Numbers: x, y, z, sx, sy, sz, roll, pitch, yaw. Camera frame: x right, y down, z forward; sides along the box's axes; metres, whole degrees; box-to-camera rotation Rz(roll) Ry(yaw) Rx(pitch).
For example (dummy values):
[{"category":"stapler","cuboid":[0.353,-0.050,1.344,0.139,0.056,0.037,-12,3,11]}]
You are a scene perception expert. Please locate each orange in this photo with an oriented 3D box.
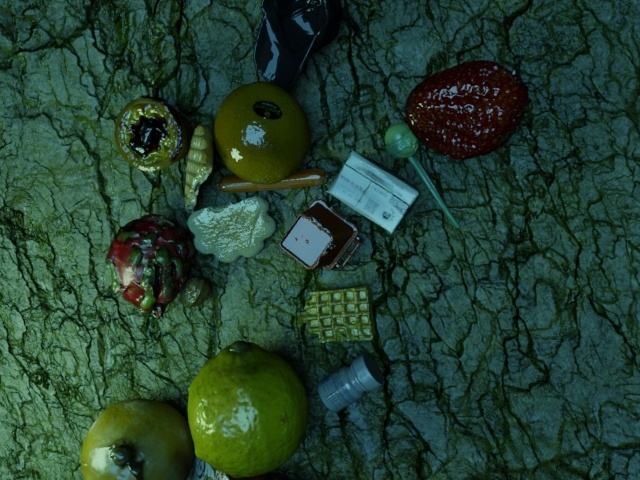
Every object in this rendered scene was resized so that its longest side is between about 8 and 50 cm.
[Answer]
[{"category":"orange","cuboid":[-0.158,-0.288,1.777,0.274,0.274,0.274,2,97,13]}]

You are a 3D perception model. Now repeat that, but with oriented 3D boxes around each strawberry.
[{"category":"strawberry","cuboid":[0.358,-0.333,1.656,0.289,0.238,0.249,9,88,-12]}]

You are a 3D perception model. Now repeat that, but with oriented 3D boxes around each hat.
[{"category":"hat","cuboid":[-0.035,-0.574,1.787,0.238,0.209,0.336,34,122,28]}]

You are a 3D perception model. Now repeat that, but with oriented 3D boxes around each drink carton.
[{"category":"drink carton","cuboid":[0.146,-0.125,1.694,0.194,0.324,0.132,33,98,6]}]

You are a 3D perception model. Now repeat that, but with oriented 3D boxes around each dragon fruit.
[{"category":"dragon fruit","cuboid":[-0.490,0.073,1.911,0.237,0.231,0.302,4,91,21]}]

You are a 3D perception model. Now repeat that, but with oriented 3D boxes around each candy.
[{"category":"candy","cuboid":[0.286,-0.171,1.792,0.335,0.093,0.092,55,148,-6]}]

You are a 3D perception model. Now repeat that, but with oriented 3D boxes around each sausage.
[{"category":"sausage","cuboid":[-0.142,-0.171,1.893,0.348,0.053,0.053,-3,96,14]}]

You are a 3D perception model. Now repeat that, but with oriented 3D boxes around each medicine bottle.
[{"category":"medicine bottle","cuboid":[0.084,0.408,1.880,0.168,0.105,0.105,-35,88,15]}]

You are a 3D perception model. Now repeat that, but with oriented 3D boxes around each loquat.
[{"category":"loquat","cuboid":[-0.544,0.629,1.931,0.329,0.359,0.328,0,75,1]}]

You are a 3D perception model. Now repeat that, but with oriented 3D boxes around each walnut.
[{"category":"walnut","cuboid":[-0.376,0.153,1.975,0.079,0.082,0.096,30,111,-24]}]

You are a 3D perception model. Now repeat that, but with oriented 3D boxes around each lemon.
[{"category":"lemon","cuboid":[-0.202,0.461,1.827,0.350,0.350,0.387,3,109,13]}]

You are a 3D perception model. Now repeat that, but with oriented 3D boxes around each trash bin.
[{"category":"trash bin","cuboid":[0.000,0.000,1.783,0.184,0.239,0.161,37,103,5]}]

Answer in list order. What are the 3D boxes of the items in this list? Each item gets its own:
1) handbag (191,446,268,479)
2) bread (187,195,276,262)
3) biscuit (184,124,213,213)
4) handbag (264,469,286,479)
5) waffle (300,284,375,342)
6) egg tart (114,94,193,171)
[{"category":"handbag","cuboid":[-0.297,0.693,1.954,0.298,0.151,0.171,43,110,40]},{"category":"bread","cuboid":[-0.254,-0.026,1.921,0.251,0.039,0.181,-13,103,3]},{"category":"biscuit","cuboid":[-0.347,-0.216,1.845,0.040,0.309,0.204,6,67,-19]},{"category":"handbag","cuboid":[-0.094,0.825,1.896,0.316,0.109,0.253,12,97,55]},{"category":"waffle","cuboid":[0.045,0.217,1.891,0.211,0.055,0.160,-8,94,13]},{"category":"egg tart","cuboid":[-0.471,-0.305,1.896,0.215,0.171,0.215,2,97,12]}]
